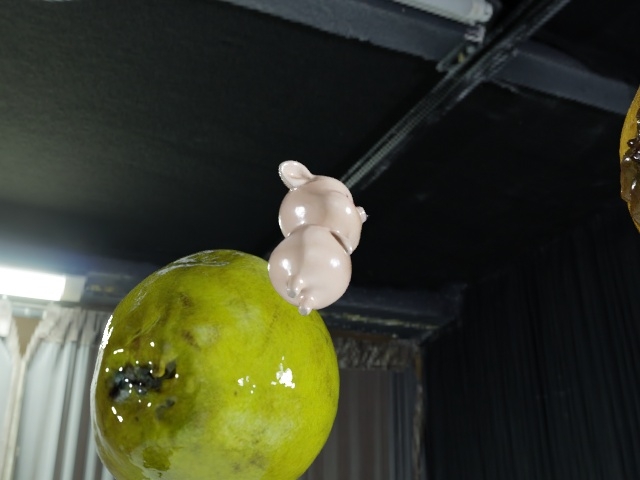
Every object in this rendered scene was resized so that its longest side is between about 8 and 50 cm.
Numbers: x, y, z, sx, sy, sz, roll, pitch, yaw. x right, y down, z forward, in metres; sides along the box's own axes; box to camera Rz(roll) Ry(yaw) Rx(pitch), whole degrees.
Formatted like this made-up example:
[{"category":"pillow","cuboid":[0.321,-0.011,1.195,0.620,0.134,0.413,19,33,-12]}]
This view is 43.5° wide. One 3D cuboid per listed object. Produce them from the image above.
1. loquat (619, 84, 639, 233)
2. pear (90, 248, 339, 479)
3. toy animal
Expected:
[{"category":"loquat","cuboid":[0.208,-0.039,0.369,0.141,0.141,0.141,0,-24,0]},{"category":"pear","cuboid":[-0.135,0.191,1.089,0.352,0.351,0.413,-3,-6,8]},{"category":"toy animal","cuboid":[-0.007,-0.001,0.675,0.089,0.150,0.083,17,-49,-12]}]
